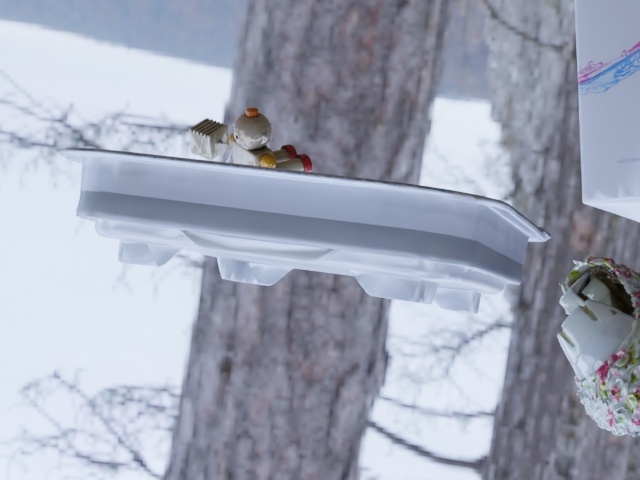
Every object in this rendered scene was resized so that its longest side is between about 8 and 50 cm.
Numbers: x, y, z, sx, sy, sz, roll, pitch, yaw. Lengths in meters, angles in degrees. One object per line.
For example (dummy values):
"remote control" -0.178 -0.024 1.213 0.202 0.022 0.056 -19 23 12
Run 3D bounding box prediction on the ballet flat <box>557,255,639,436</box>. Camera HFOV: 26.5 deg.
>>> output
"ballet flat" 0.207 0.071 0.988 0.077 0.091 0.241 39 -166 -3

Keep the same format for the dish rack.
"dish rack" 0.000 0.000 0.932 0.286 0.072 0.333 8 177 15

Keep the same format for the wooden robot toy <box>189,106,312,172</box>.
"wooden robot toy" -0.057 -0.093 1.257 0.076 0.079 0.173 -23 -143 -27

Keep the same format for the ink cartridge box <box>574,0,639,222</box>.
"ink cartridge box" 0.327 -0.162 1.296 0.117 0.278 0.201 -4 174 28
